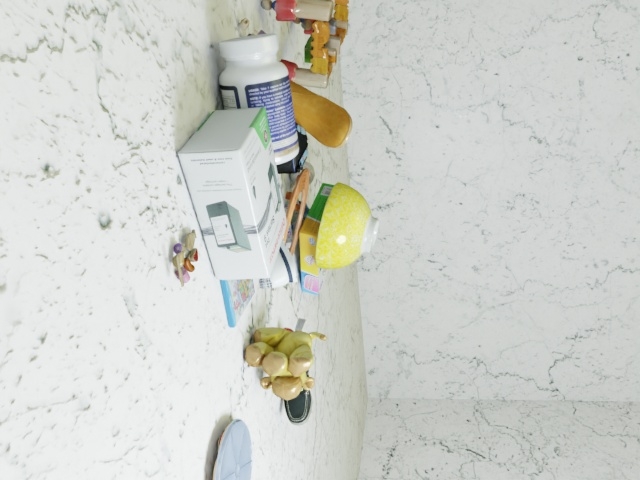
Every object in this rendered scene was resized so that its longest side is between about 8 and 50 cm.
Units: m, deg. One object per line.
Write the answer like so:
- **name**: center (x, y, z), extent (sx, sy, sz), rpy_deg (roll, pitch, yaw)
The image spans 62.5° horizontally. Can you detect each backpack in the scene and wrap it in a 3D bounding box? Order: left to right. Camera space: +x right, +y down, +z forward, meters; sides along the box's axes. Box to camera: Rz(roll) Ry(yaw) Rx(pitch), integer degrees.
- **backpack**: center (-0.097, -0.271, 1.473), extent (0.173, 0.116, 0.158), rpy_deg (-61, 147, -70)

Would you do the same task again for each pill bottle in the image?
- **pill bottle**: center (-0.138, -0.307, 1.160), extent (0.153, 0.153, 0.265), rpy_deg (-72, 158, -62)

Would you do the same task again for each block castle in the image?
- **block castle**: center (-0.039, -0.713, 1.668), extent (0.303, 0.212, 0.453), rpy_deg (94, 9, -47)

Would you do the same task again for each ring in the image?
- **ring**: center (-0.088, -0.041, 1.493), extent (0.336, 0.032, 0.337), rpy_deg (13, 90, -86)

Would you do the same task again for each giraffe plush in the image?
- **giraffe plush**: center (-0.086, 0.313, 1.304), extent (0.210, 0.181, 0.171), rpy_deg (-33, 134, -58)

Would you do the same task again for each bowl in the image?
- **bowl**: center (0.100, -0.031, 1.705), extent (0.289, 0.156, 0.290), rpy_deg (14, 90, -78)

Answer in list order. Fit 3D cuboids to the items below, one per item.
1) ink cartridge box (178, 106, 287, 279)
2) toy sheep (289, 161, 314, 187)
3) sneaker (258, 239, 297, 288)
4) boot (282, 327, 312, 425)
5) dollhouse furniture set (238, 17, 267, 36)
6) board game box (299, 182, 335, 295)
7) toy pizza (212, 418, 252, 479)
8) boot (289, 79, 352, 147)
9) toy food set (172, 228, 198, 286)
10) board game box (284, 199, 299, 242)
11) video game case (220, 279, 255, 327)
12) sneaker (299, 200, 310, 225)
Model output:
- **ink cartridge box**: center (-0.161, -0.094, 1.069), extent (0.211, 0.121, 0.289), rpy_deg (-77, 162, -54)
- **toy sheep**: center (-0.063, -0.214, 1.746), extent (0.132, 0.091, 0.091), rpy_deg (-70, 156, -52)
- **sneaker**: center (-0.132, 0.028, 1.259), extent (0.235, 0.094, 0.090), rpy_deg (-125, -161, -54)
- **boot**: center (-0.082, 0.384, 1.506), extent (0.179, 0.085, 0.237), rpy_deg (73, 11, -47)
- **dollhouse furniture set**: center (-0.191, -0.468, 1.307), extent (0.081, 0.091, 0.114), rpy_deg (-20, -140, 60)
- **board game box**: center (0.000, 0.000, 1.810), extent (0.317, 0.064, 0.242), rpy_deg (90, 18, -49)
- **toy pizza**: center (-0.184, 0.468, 1.073), extent (0.201, 0.032, 0.201), rpy_deg (-2, 90, -79)
- **boot**: center (-0.064, -0.327, 1.284), extent (0.104, 0.211, 0.295), rpy_deg (-61, -145, 17)
- **toy food set**: center (-0.237, 0.034, 0.922), extent (0.122, 0.019, 0.078), rpy_deg (-85, 170, -72)
- **board game box**: center (-0.092, -0.074, 1.702), extent (0.154, 0.026, 0.104), rpy_deg (-73, 158, -61)
- **video game case**: center (-0.185, 0.103, 1.194), extent (0.166, 0.015, 0.119), rpy_deg (-67, 153, -66)
- **sneaker**: center (-0.037, -0.097, 1.878), extent (0.162, 0.073, 0.064), rpy_deg (60, 30, -68)
